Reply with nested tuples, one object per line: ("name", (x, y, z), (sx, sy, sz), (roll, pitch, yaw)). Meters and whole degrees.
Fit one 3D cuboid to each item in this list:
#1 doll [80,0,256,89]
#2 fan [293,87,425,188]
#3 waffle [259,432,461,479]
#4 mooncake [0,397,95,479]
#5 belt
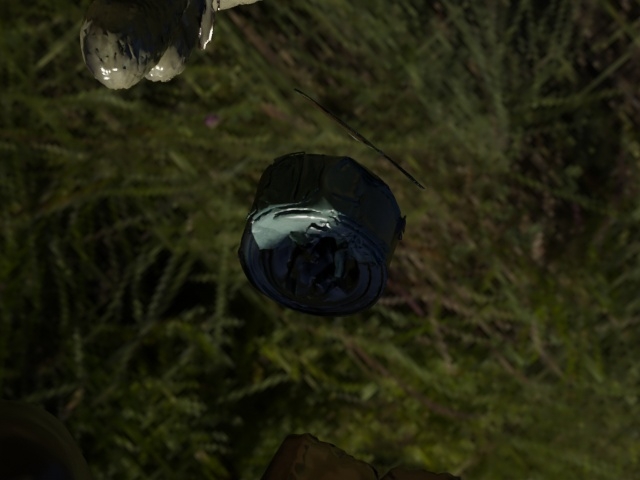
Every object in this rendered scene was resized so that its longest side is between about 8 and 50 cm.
("doll", (-0.093, -0.200, 0.970), (0.175, 0.149, 0.278), (-55, -173, 33))
("fan", (0.032, -0.083, 1.160), (0.005, 0.133, 0.085), (-53, 179, 2))
("waffle", (-0.022, 0.253, 0.578), (0.213, 0.091, 0.308), (-63, 165, -53))
("mooncake", (-0.349, 0.313, 1.281), (0.378, 0.378, 0.201), (-41, -179, -9))
("belt", (0.000, 0.000, 0.952), (0.140, 0.105, 0.058), (92, 13, -57))
